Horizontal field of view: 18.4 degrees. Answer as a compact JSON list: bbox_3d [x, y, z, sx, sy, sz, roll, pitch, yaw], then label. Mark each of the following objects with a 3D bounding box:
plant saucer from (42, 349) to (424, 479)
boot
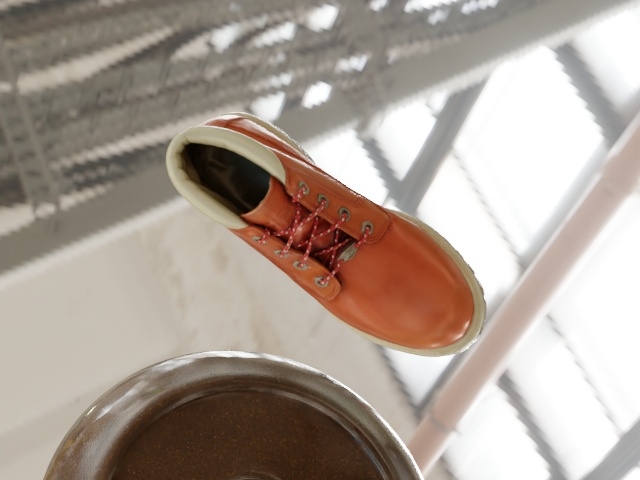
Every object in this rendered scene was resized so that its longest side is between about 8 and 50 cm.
[{"bbox_3d":[-0.053,0.220,1.444,0.311,0.050,0.310,5,-114,-12],"label":"plant saucer"},{"bbox_3d":[0.000,0.000,0.861,0.158,0.084,0.059,34,-84,9],"label":"boot"}]
